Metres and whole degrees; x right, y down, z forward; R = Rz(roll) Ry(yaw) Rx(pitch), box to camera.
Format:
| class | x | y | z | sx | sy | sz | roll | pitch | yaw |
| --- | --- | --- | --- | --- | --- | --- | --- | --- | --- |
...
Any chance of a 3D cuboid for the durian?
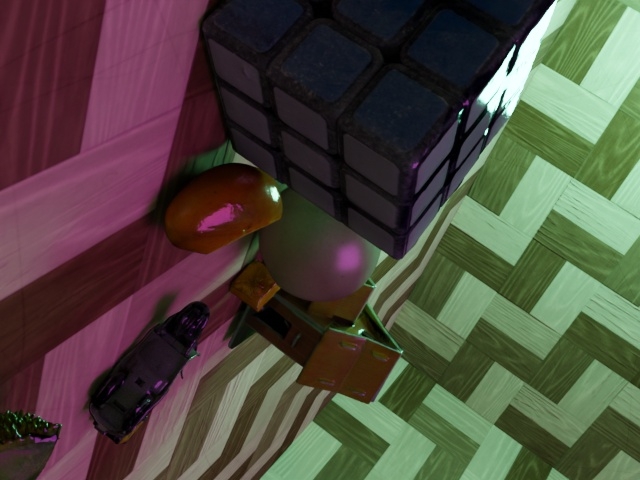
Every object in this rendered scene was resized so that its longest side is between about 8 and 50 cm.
| class | x | y | z | sx | sy | sz | roll | pitch | yaw |
| --- | --- | --- | --- | --- | --- | --- | --- | --- | --- |
| durian | -0.408 | 0.276 | 1.020 | 0.137 | 0.095 | 0.221 | 9 | 124 | -35 |

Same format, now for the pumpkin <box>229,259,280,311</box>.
| class | x | y | z | sx | sy | sz | roll | pitch | yaw |
| --- | --- | --- | --- | --- | --- | --- | --- | --- | --- |
| pumpkin | -0.120 | 0.084 | 1.565 | 0.083 | 0.074 | 0.054 | -47 | 160 | -21 |

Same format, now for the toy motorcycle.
| class | x | y | z | sx | sy | sz | roll | pitch | yaw |
| --- | --- | --- | --- | --- | --- | --- | --- | --- | --- |
| toy motorcycle | -0.268 | 0.207 | 1.340 | 0.263 | 0.091 | 0.157 | -51 | 174 | -9 |

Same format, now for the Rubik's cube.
| class | x | y | z | sx | sy | sz | roll | pitch | yaw |
| --- | --- | --- | --- | --- | --- | --- | --- | --- | --- |
| Rubik's cube | 0.070 | -0.209 | 1.044 | 0.301 | 0.305 | 0.304 | -50 | 164 | -15 |

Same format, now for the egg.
| class | x | y | z | sx | sy | sz | roll | pitch | yaw |
| --- | --- | --- | --- | --- | --- | --- | --- | --- | --- |
| egg | 0.000 | 0.000 | 1.464 | 0.219 | 0.219 | 0.269 | -52 | 170 | -12 |

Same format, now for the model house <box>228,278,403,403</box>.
| class | x | y | z | sx | sy | sz | roll | pitch | yaw |
| --- | --- | --- | --- | --- | --- | --- | --- | --- | --- |
| model house | 0.050 | 0.152 | 1.766 | 0.300 | 0.323 | 0.340 | -61 | 165 | 26 |

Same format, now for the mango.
| class | x | y | z | sx | sy | sz | roll | pitch | yaw |
| --- | --- | --- | --- | --- | --- | --- | --- | --- | --- |
| mango | -0.141 | -0.044 | 1.152 | 0.141 | 0.102 | 0.217 | -33 | 175 | 32 |
